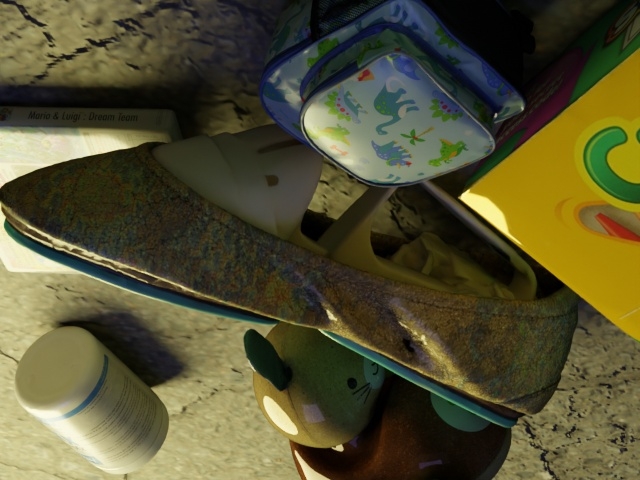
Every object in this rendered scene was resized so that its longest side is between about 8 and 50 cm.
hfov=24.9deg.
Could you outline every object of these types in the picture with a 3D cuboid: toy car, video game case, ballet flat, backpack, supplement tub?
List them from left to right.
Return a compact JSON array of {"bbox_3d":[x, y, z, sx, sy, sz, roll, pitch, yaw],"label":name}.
[{"bbox_3d":[-0.142,-0.026,0.868,0.143,0.019,0.157,2,147,9],"label":"video game case"},{"bbox_3d":[-0.163,0.115,1.039,0.071,0.071,0.107,-9,142,24],"label":"supplement tub"},{"bbox_3d":[0.000,0.000,0.801,0.349,0.123,0.123,22,144,-24],"label":"ballet flat"},{"bbox_3d":[0.019,0.088,0.905,0.149,0.155,0.188,-15,128,30],"label":"toy car"},{"bbox_3d":[0.030,-0.078,0.694,0.114,0.084,0.105,-21,135,40],"label":"backpack"}]

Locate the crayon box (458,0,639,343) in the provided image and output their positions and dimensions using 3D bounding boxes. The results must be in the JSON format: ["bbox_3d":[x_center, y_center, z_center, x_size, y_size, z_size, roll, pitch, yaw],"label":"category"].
[{"bbox_3d":[0.285,-0.029,0.601,0.313,0.106,0.363,37,143,-8],"label":"crayon box"}]
